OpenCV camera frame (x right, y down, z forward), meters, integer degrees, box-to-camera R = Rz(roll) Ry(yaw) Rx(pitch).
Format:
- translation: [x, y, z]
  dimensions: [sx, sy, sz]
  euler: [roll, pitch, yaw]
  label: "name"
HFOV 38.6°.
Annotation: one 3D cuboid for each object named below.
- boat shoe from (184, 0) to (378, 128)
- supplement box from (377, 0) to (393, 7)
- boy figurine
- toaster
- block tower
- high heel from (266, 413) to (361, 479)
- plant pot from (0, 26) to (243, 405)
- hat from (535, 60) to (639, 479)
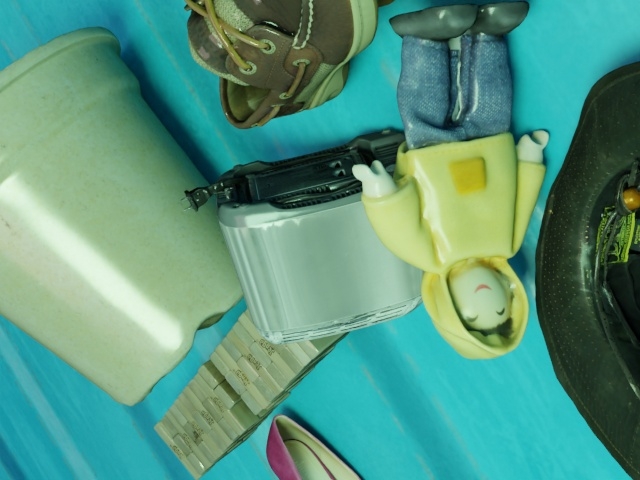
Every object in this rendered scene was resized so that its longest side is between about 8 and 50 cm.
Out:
- translation: [-0.044, -0.169, 0.722]
  dimensions: [0.123, 0.123, 0.342]
  euler: [58, 170, 5]
  label: "boat shoe"
- translation: [0.088, -0.268, 0.700]
  dimensions: [0.233, 0.078, 0.080]
  euler: [-29, 90, 45]
  label: "supplement box"
- translation: [0.108, -0.040, 0.728]
  dimensions: [0.092, 0.177, 0.285]
  euler: [11, 105, 64]
  label: "boy figurine"
- translation: [0.000, 0.000, 0.834]
  dimensions: [0.129, 0.226, 0.147]
  euler: [-111, 8, -65]
  label: "toaster"
- translation: [-0.080, 0.158, 1.063]
  dimensions: [0.091, 0.097, 0.335]
  euler: [49, 133, 10]
  label: "block tower"
- translation: [0.030, 0.292, 1.045]
  dimensions: [0.244, 0.082, 0.117]
  euler: [31, 141, 42]
  label: "high heel"
- translation: [-0.235, 0.000, 0.983]
  dimensions: [0.305, 0.334, 0.334]
  euler: [45, 135, -1]
  label: "plant pot"
- translation: [0.282, 0.030, 0.619]
  dimensions: [0.331, 0.133, 0.332]
  euler: [180, 90, -73]
  label: "hat"
